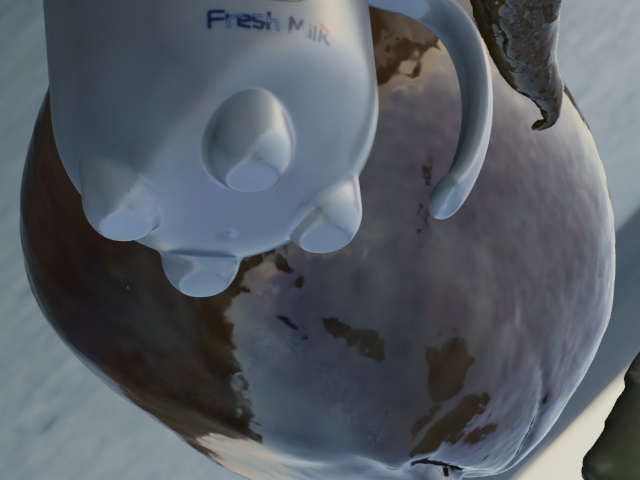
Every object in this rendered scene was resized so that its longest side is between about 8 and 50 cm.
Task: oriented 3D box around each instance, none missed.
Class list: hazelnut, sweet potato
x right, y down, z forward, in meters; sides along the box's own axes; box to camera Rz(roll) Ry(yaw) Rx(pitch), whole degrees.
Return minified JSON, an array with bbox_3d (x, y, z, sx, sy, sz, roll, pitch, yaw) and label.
[{"bbox_3d":[0.000,0.000,1.261,0.359,0.409,0.359,-34,-148,25],"label":"hazelnut"},{"bbox_3d":[0.087,-0.135,0.886,0.068,0.060,0.206,-95,173,-50],"label":"sweet potato"}]

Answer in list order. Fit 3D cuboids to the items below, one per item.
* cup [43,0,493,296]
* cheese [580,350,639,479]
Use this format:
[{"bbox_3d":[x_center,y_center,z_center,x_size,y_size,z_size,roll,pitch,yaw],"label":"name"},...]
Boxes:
[{"bbox_3d":[-0.028,-0.056,0.799,0.134,0.142,0.173,-31,142,34],"label":"cup"},{"bbox_3d":[0.116,0.116,0.378,0.091,0.202,0.175,-54,177,34],"label":"cheese"}]
